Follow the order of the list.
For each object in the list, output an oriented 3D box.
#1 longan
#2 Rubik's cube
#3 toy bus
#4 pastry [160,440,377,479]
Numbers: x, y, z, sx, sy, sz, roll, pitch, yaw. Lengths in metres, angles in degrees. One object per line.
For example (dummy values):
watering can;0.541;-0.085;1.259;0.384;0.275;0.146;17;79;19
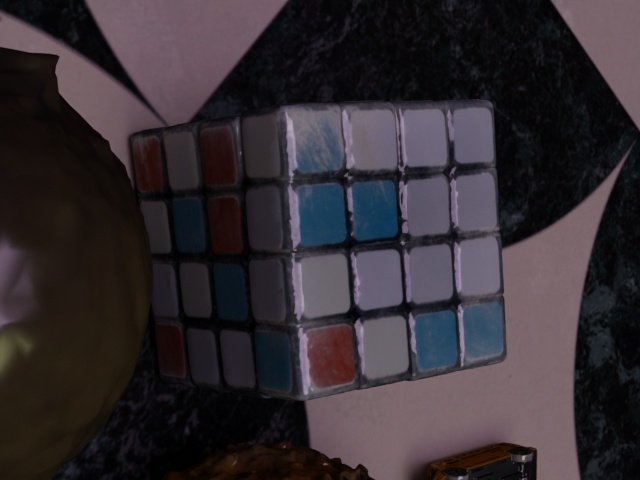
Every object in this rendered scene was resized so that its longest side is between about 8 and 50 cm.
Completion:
longan;-0.308;0.015;0.890;0.391;0.391;0.390;0;91;-37
Rubik's cube;-0.001;0.000;1.198;0.256;0.253;0.258;-9;97;-37
toy bus;0.176;0.278;1.445;0.162;0.074;0.069;-8;103;-39
pastry;0.011;0.353;1.162;0.405;0.337;0.292;49;54;-27
